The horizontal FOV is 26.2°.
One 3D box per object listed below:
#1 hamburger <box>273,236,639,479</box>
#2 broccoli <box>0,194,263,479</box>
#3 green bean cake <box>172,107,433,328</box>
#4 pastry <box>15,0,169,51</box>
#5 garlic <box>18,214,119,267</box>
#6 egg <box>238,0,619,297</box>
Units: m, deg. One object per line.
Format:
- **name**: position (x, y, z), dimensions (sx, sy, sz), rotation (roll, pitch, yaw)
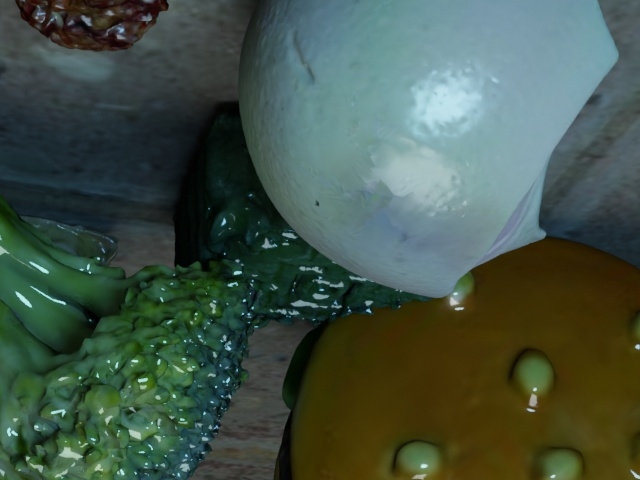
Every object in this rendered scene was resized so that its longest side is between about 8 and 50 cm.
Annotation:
- **hamburger**: position (0.138, 0.188, 1.095), dimensions (0.395, 0.396, 0.277), rotation (3, 152, -6)
- **broccoli**: position (-0.213, 0.032, 0.897), dimensions (0.353, 0.275, 0.397), rotation (2, 122, -3)
- **green bean cake**: position (0.000, 0.000, 1.024), dimensions (0.208, 0.107, 0.193), rotation (5, 149, -12)
- **pastry**: position (-0.116, -0.174, 0.726), dimensions (0.115, 0.097, 0.208), rotation (14, 150, -6)
- **garlic**: position (-0.264, 0.027, 1.092), dimensions (0.195, 0.087, 0.101), rotation (9, 137, -12)
- **egg**: position (0.046, -0.060, 0.793), dimensions (0.206, 0.162, 0.271), rotation (13, 129, 0)
